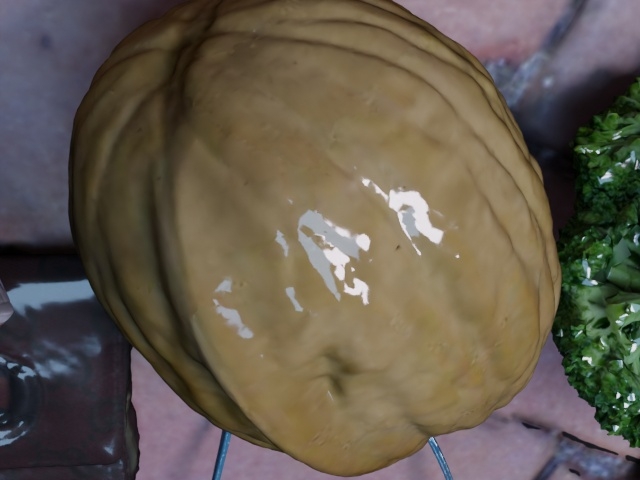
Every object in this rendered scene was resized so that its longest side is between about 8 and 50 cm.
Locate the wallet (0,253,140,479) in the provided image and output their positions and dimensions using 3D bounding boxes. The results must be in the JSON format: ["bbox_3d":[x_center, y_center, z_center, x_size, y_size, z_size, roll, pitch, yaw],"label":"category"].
[{"bbox_3d":[-0.220,0.088,0.671,0.229,0.049,0.182,-2,117,-10],"label":"wallet"}]

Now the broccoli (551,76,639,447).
[{"bbox_3d":[0.249,0.016,0.593,0.269,0.241,0.261,-28,88,8],"label":"broccoli"}]

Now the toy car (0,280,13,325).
[{"bbox_3d":[-0.234,-0.030,0.572,0.089,0.108,0.210,-30,84,12],"label":"toy car"}]

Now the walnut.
[{"bbox_3d":[0.000,0.000,0.566,0.225,0.225,0.261,-30,124,8],"label":"walnut"}]

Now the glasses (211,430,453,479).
[{"bbox_3d":[0.008,0.195,0.774,0.189,0.088,0.221,-4,99,-6],"label":"glasses"}]
